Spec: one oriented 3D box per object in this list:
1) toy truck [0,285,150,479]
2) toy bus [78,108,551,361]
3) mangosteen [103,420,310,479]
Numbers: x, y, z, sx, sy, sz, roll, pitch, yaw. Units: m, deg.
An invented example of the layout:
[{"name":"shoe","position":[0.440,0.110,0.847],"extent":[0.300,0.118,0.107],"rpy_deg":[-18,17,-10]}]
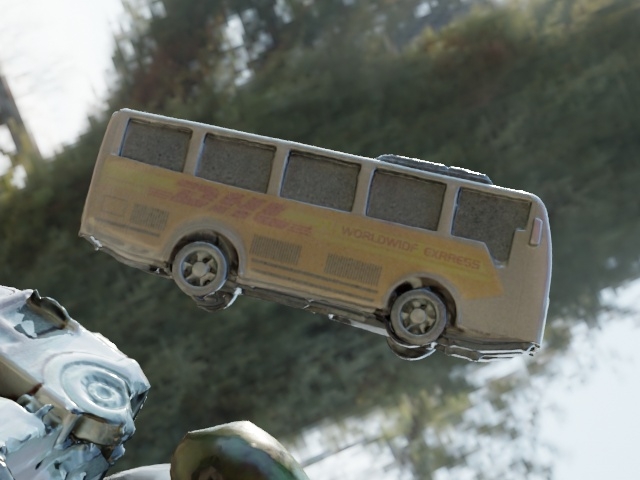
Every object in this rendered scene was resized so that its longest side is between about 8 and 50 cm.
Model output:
[{"name":"toy truck","position":[-0.194,0.101,0.678],"extent":[0.135,0.270,0.114],"rpy_deg":[37,-66,14]},{"name":"toy bus","position":[0.000,0.000,1.132],"extent":[0.097,0.342,0.138],"rpy_deg":[76,25,-79]},{"name":"mangosteen","position":[-0.096,0.289,1.055],"extent":[0.311,0.311,0.311],"rpy_deg":[59,-17,30]}]
